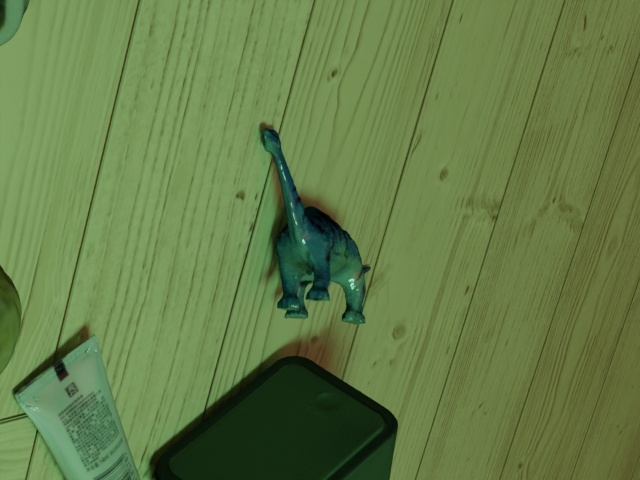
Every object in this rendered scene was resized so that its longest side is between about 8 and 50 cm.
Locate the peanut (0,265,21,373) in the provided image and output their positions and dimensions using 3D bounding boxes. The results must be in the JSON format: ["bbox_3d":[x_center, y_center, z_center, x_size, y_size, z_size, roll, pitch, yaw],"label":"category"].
[{"bbox_3d":[-0.312,0.137,1.411,0.274,0.111,0.125,-63,154,0],"label":"peanut"}]

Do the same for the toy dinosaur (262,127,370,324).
[{"bbox_3d":[-0.005,0.022,1.824,0.329,0.076,0.144,51,37,-56],"label":"toy dinosaur"}]

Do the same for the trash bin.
[{"bbox_3d":[-0.048,0.324,1.922,0.223,0.158,0.343,-38,147,-34],"label":"trash bin"}]

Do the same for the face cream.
[{"bbox_3d":[-0.210,0.197,1.674,0.092,0.058,0.243,-39,137,-26],"label":"face cream"}]

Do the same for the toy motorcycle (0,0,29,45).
[{"bbox_3d":[-0.250,-0.207,1.069,0.340,0.223,0.107,76,15,-57],"label":"toy motorcycle"}]
